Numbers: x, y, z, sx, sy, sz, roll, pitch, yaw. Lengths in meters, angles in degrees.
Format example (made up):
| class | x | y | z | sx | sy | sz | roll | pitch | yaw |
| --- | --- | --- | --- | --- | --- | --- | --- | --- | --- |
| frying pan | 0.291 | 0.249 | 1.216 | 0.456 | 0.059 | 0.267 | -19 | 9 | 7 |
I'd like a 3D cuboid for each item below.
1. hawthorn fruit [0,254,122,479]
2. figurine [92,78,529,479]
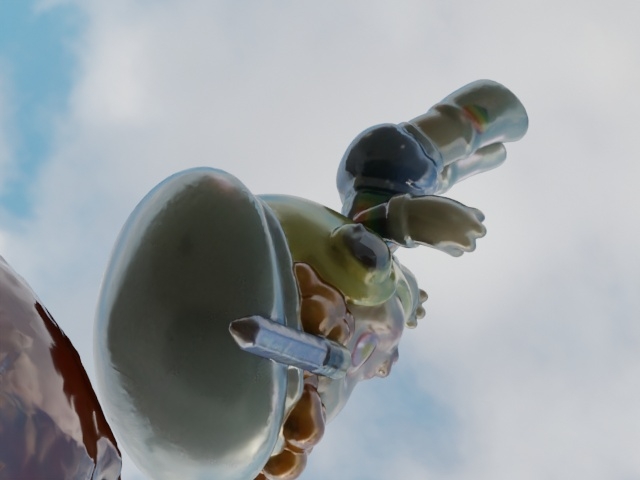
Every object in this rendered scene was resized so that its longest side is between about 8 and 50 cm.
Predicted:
| class | x | y | z | sx | sy | sz | roll | pitch | yaw |
| --- | --- | --- | --- | --- | --- | --- | --- | --- | --- |
| hawthorn fruit | -0.201 | 0.112 | 0.455 | 0.299 | 0.275 | 0.275 | 2 | -113 | -5 |
| figurine | -0.008 | 0.013 | 0.805 | 0.205 | 0.382 | 0.224 | 45 | -44 | 7 |
